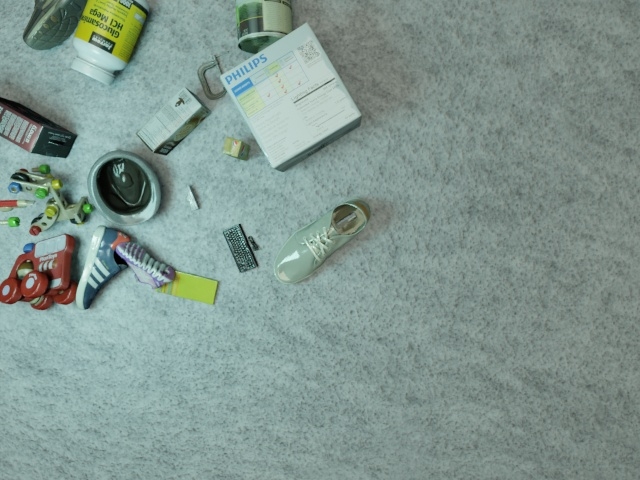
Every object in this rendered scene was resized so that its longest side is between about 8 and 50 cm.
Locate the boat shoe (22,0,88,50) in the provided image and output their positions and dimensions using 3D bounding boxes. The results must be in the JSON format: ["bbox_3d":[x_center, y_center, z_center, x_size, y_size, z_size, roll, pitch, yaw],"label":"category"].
[{"bbox_3d":[-0.970,-0.860,1.719,0.130,0.132,0.355,39,86,8],"label":"boat shoe"}]

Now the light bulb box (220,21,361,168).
[{"bbox_3d":[-0.094,-0.489,1.656,0.358,0.225,0.360,-30,92,5],"label":"light bulb box"}]

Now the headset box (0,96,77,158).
[{"bbox_3d":[-1.066,-0.408,1.702,0.293,0.218,0.110,29,95,0],"label":"headset box"}]

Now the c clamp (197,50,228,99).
[{"bbox_3d":[-0.392,-0.618,1.757,0.137,0.022,0.160,-15,94,3],"label":"c clamp"}]

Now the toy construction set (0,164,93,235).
[{"bbox_3d":[-0.983,-0.139,1.694,0.238,0.309,0.257,-3,103,-3],"label":"toy construction set"}]

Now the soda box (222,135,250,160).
[{"bbox_3d":[-0.304,-0.332,1.698,0.058,0.181,0.061,16,96,0],"label":"soda box"}]

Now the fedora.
[{"bbox_3d":[-0.723,-0.201,1.739,0.244,0.124,0.275,-22,111,-8],"label":"fedora"}]

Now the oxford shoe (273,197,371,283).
[{"bbox_3d":[0.000,0.000,1.744,0.449,0.130,0.169,-38,94,6],"label":"oxford shoe"}]

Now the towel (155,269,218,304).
[{"bbox_3d":[-0.525,0.178,1.832,0.238,0.021,0.102,14,99,1],"label":"towel"}]

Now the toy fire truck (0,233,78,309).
[{"bbox_3d":[-1.066,0.119,1.776,0.303,0.169,0.253,-13,68,20],"label":"toy fire truck"}]

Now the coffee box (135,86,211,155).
[{"bbox_3d":[-0.538,-0.435,1.720,0.246,0.141,0.098,-42,93,6],"label":"coffee box"}]

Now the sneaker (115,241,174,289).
[{"bbox_3d":[-0.675,0.104,1.758,0.236,0.095,0.104,40,111,-20],"label":"sneaker"}]

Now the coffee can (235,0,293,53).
[{"bbox_3d":[-0.200,-0.826,1.643,0.202,0.201,0.275,-3,95,2],"label":"coffee can"}]

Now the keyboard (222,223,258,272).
[{"bbox_3d":[-0.299,0.026,1.808,0.108,0.023,0.180,-23,94,4],"label":"keyboard"}]

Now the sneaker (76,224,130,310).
[{"bbox_3d":[-0.826,0.121,1.790,0.148,0.131,0.349,17,106,-21],"label":"sneaker"}]

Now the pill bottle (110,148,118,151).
[{"bbox_3d":[-0.774,-0.307,1.786,0.044,0.043,0.083,-20,94,4],"label":"pill bottle"}]

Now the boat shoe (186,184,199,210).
[{"bbox_3d":[-0.500,-0.163,1.794,0.035,0.035,0.100,-19,100,1],"label":"boat shoe"}]

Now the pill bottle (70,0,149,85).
[{"bbox_3d":[-0.764,-0.742,1.678,0.188,0.188,0.333,24,95,0],"label":"pill bottle"}]
